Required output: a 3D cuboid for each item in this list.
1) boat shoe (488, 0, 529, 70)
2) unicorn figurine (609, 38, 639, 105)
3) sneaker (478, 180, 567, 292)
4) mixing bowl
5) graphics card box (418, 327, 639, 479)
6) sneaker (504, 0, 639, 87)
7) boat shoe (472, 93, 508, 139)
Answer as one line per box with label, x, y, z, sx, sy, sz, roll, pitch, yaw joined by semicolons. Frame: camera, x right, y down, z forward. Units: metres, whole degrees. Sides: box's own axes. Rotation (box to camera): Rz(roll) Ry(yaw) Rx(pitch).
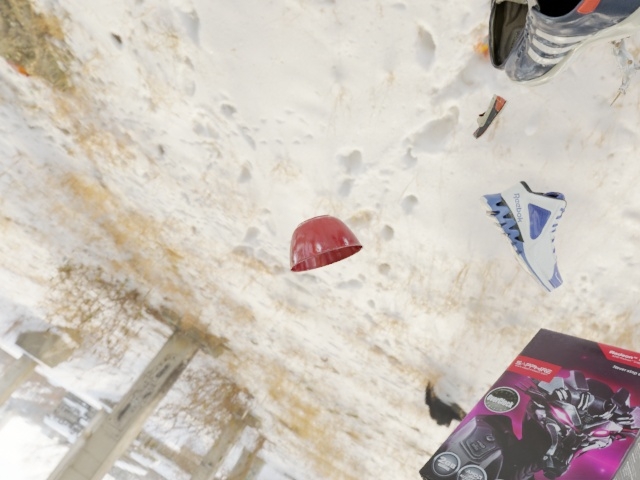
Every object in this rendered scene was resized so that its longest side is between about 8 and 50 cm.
boat shoe;0.384;-0.474;1.005;0.103;0.092;0.284;21;126;32
unicorn figurine;0.718;-0.417;1.223;0.060;0.161;0.111;-8;174;16
sneaker;0.577;-0.030;1.357;0.315;0.182;0.127;54;-170;-7
mixing bowl;0.000;0.000;1.218;0.181;0.182;0.098;-41;65;63
graphics card box;0.356;0.297;0.785;0.233;0.371;0.094;11;132;53
sneaker;0.358;-0.350;0.796;0.148;0.131;0.350;24;173;-8
boat shoe;0.434;-0.321;1.350;0.043;0.049;0.137;29;142;0
